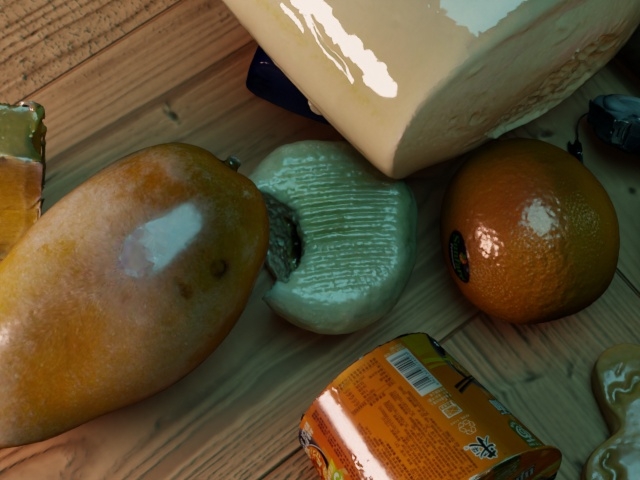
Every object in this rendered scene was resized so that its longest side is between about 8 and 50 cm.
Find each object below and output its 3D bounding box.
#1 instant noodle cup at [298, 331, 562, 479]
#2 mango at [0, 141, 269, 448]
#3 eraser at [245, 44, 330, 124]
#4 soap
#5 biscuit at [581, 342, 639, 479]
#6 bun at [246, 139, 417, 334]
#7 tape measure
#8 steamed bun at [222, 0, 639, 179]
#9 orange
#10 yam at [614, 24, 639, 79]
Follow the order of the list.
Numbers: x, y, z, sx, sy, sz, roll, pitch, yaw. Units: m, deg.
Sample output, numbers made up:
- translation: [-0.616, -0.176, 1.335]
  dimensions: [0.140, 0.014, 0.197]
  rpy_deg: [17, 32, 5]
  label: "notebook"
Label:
- translation: [0.096, 0.216, 1.790]
  dimensions: [0.230, 0.230, 0.182]
  rpy_deg: [-30, 64, -20]
  label: "instant noodle cup"
- translation: [-0.212, 0.061, 1.804]
  dimensions: [0.221, 0.199, 0.384]
  rpy_deg: [44, 84, 10]
  label: "mango"
- translation: [0.042, -0.293, 2.068]
  dimensions: [0.155, 0.101, 0.332]
  rpy_deg: [22, 65, -1]
  label: "eraser"
- translation: [-0.348, -0.058, 1.822]
  dimensions: [0.135, 0.233, 0.076]
  rpy_deg: [5, 62, -8]
  label: "soap"
- translation: [0.416, 0.263, 1.906]
  dimensions: [0.275, 0.052, 0.355]
  rpy_deg: [-6, 66, -12]
  label: "biscuit"
- translation: [0.000, 0.000, 1.913]
  dimensions: [0.203, 0.126, 0.213]
  rpy_deg: [15, 70, -2]
  label: "bun"
- translation: [0.343, -0.076, 2.055]
  dimensions: [0.107, 0.104, 0.180]
  rpy_deg: [10, 95, -24]
  label: "tape measure"
- translation: [0.143, -0.315, 1.883]
  dimensions: [0.456, 0.290, 0.371]
  rpy_deg: [-34, 79, -28]
  label: "steamed bun"
- translation: [0.221, -0.009, 1.918]
  dimensions: [0.206, 0.206, 0.206]
  rpy_deg: [4, 65, -8]
  label: "orange"
- translation: [0.363, -0.283, 2.105]
  dimensions: [0.131, 0.131, 0.280]
  rpy_deg: [-39, 78, -23]
  label: "yam"
